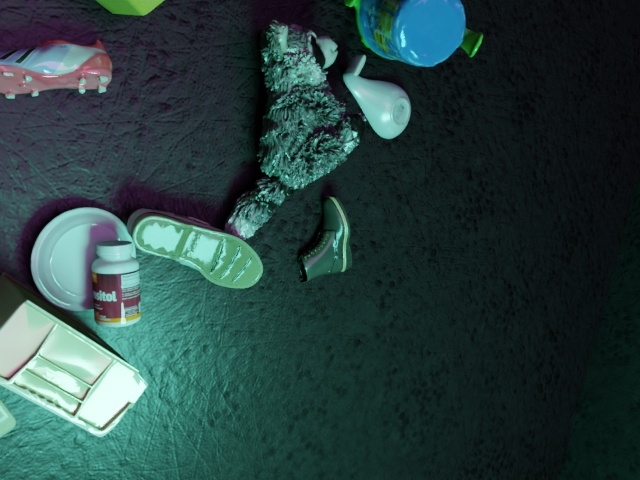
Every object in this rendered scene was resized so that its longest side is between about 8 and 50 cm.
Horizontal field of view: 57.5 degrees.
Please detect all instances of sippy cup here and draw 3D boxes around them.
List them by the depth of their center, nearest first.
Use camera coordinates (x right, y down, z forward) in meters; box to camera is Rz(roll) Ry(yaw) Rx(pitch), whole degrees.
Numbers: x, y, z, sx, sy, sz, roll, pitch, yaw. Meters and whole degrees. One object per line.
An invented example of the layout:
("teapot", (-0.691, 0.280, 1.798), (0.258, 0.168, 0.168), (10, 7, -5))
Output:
("sippy cup", (0.215, -0.505, 1.327), (0.305, 0.224, 0.240), (-17, 123, -2))

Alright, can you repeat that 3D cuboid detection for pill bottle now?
("pill bottle", (-0.384, 0.080, 1.097), (0.086, 0.086, 0.152), (-6, 102, -34))

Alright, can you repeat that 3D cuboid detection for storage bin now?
("storage bin", (-0.465, 0.192, 1.007), (0.260, 0.262, 0.123), (46, 70, -31))

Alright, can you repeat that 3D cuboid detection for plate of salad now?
("plate of salad", (-0.452, 0.035, 1.117), (0.199, 0.048, 0.200), (-10, 105, -43))

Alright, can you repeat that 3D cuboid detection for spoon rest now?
("spoon rest", (0.141, -0.360, 1.453), (0.276, 0.084, 0.137), (35, 79, -47))

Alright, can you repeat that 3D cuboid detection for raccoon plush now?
("raccoon plush", (-0.106, -0.246, 1.225), (0.299, 0.216, 0.446), (47, 72, -23))

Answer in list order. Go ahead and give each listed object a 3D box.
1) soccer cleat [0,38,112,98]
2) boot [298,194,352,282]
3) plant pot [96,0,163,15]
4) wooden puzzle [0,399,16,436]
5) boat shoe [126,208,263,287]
("soccer cleat", (-0.494, -0.309, 1.020), (0.247, 0.083, 0.095), (-8, 74, -29))
("boot", (0.000, 0.000, 1.414), (0.136, 0.076, 0.198), (-19, 108, -26))
("plant pot", (-0.339, -0.516, 1.014), (0.212, 0.212, 0.187), (-49, 134, -18))
("wooden puzzle", (-0.699, 0.256, 0.871), (0.322, 0.080, 0.348), (-36, 122, -27))
("boat shoe", (-0.253, 0.006, 1.211), (0.302, 0.103, 0.113), (29, 96, -36))
